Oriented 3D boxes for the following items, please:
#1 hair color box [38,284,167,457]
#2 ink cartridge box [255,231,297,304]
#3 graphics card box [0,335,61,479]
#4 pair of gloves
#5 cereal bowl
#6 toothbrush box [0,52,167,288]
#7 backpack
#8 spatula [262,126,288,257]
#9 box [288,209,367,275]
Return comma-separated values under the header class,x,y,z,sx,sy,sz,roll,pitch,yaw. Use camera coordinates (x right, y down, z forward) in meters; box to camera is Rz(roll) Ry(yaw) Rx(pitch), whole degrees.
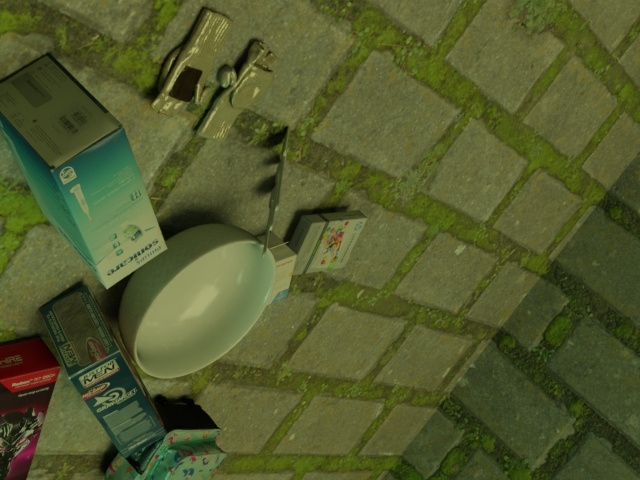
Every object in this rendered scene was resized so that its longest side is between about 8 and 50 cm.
class,x,y,z,sx,sy,sz,roll,pitch,yaw
hair color box,-0.410,0.258,1.956,0.105,0.174,0.347,-28,146,-11
ink cartridge box,-0.120,0.057,2.178,0.092,0.090,0.143,-20,139,-38
graphics card box,-0.637,0.361,1.882,0.232,0.094,0.371,-9,133,-46
pair of gloves,-0.178,-0.276,1.778,0.204,0.042,0.240,-52,150,8
cereal bowl,-0.258,0.099,2.007,0.339,0.141,0.339,-31,145,-25
toothbrush box,-0.371,-0.101,1.568,0.126,0.216,0.296,-35,146,-19
backpack,-0.354,0.507,2.319,0.253,0.191,0.225,-51,150,15
spatula,-0.083,-0.086,1.975,0.019,0.242,0.168,12,130,-7
box,0.007,0.005,2.283,0.186,0.038,0.145,-7,131,-48
